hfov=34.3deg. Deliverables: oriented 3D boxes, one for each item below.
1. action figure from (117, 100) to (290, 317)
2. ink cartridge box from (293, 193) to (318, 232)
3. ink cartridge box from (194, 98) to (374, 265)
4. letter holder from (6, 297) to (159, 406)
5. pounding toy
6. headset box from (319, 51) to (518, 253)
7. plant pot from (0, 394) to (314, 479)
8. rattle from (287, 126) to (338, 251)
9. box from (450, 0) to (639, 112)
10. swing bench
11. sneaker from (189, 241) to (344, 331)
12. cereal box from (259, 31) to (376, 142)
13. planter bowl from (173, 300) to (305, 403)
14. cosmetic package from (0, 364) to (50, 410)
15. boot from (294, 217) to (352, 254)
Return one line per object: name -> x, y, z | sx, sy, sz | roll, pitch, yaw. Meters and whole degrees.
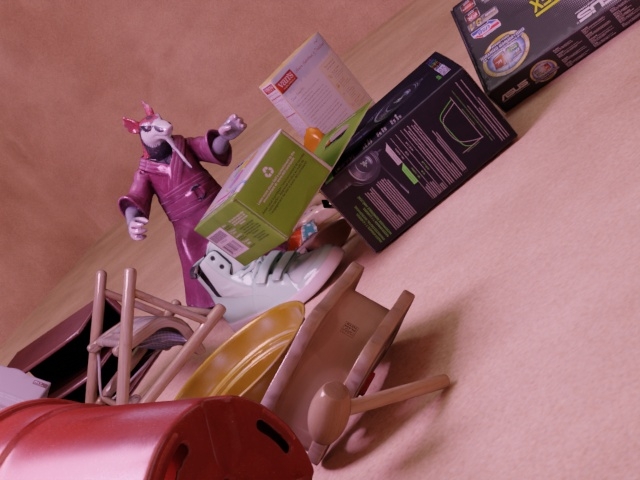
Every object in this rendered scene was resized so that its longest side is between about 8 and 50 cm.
action figure -> -0.202, -0.073, 1.746 | 0.248, 0.370, 0.276 | -30, 5, -3
ink cartridge box -> -0.056, -0.033, 1.953 | 0.179, 0.045, 0.145 | -58, 12, 9
ink cartridge box -> -0.053, -0.105, 1.484 | 0.255, 0.097, 0.189 | -59, 13, -23
letter holder -> -0.472, 0.265, 1.890 | 0.301, 0.152, 0.214 | -32, 19, 34
pounding toy -> 0.037, 0.151, 1.048 | 0.154, 0.154, 0.269 | -66, -10, 29
headset box -> 0.121, -0.132, 1.549 | 0.283, 0.131, 0.246 | -40, 14, 9
plant pot -> -0.157, 0.255, 0.905 | 0.265, 0.272, 0.272 | -18, 26, 39
rattle -> -0.021, -0.083, 1.781 | 0.199, 0.143, 0.130 | -42, 31, -28
box -> 0.345, -0.353, 1.576 | 0.270, 0.060, 0.216 | -35, 45, 24
swing bench -> -0.298, 0.188, 1.604 | 0.253, 0.165, 0.255 | -4, 64, 67
sneaker -> -0.091, 0.036, 1.565 | 0.256, 0.151, 0.094 | -29, 17, 36
cereal box -> 0.014, -0.257, 1.988 | 0.047, 0.240, 0.173 | -22, 23, 52
planter bowl -> -0.074, 0.177, 1.214 | 0.217, 0.090, 0.217 | -38, 13, 11
cosmetic package -> -0.541, 0.330, 1.717 | 0.107, 0.127, 0.238 | -73, 0, -63
boot -> 0.000, 0.000, 1.660 | 0.118, 0.042, 0.087 | -40, 12, 4
